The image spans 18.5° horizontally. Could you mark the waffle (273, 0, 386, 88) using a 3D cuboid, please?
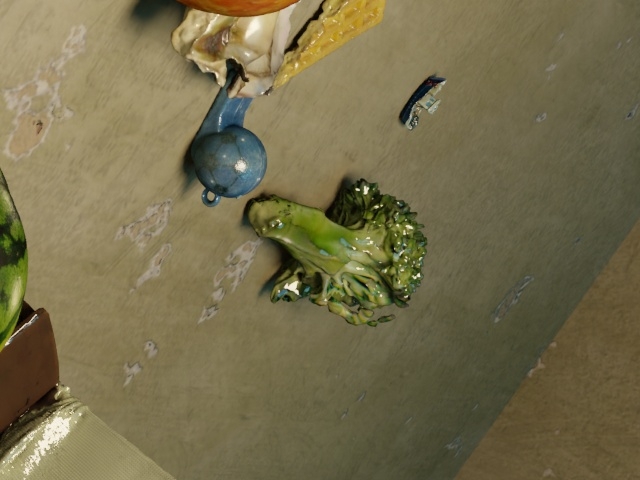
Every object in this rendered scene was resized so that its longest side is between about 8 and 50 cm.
[{"bbox_3d":[0.010,-0.257,2.222,0.191,0.032,0.125,-36,154,-36],"label":"waffle"}]

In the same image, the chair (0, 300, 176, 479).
[{"bbox_3d":[-0.301,0.164,1.882,0.160,0.319,0.186,-42,155,-24],"label":"chair"}]

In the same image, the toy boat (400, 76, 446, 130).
[{"bbox_3d":[0.138,-0.180,2.571,0.083,0.038,0.038,-55,157,8],"label":"toy boat"}]

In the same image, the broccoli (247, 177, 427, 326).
[{"bbox_3d":[-0.008,0.007,2.497,0.275,0.177,0.198,10,156,-34],"label":"broccoli"}]

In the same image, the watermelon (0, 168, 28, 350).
[{"bbox_3d":[-0.376,0.020,1.584,0.285,0.285,0.285,-41,155,-25],"label":"watermelon"}]

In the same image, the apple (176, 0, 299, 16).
[{"bbox_3d":[-0.065,-0.342,1.688,0.277,0.250,0.309,-44,153,-17],"label":"apple"}]

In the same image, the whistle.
[{"bbox_3d":[-0.092,-0.104,2.188,0.090,0.090,0.158,-6,130,-60],"label":"whistle"}]

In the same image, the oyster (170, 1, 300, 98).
[{"bbox_3d":[-0.060,-0.241,2.036,0.275,0.100,0.271,-57,162,-21],"label":"oyster"}]
